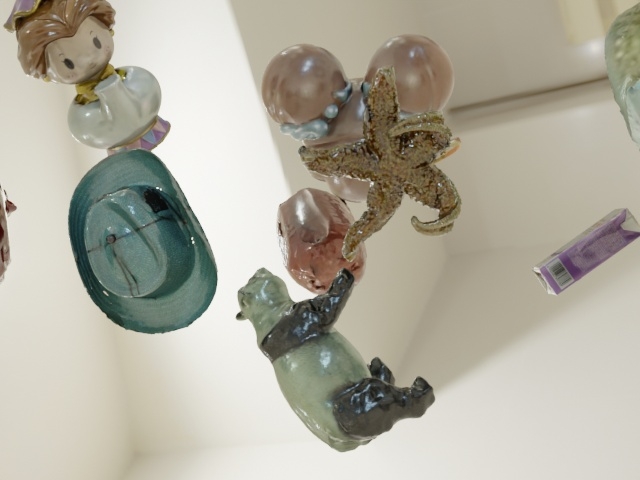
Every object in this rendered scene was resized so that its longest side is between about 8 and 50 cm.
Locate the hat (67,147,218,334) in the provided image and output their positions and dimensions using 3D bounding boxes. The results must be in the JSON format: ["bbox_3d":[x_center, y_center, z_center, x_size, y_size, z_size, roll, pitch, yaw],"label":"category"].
[{"bbox_3d":[-0.183,0.004,1.094,0.191,0.138,0.078,65,-162,2],"label":"hat"}]

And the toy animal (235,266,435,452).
[{"bbox_3d":[0.001,0.110,1.120,0.121,0.094,0.225,-27,-109,-26],"label":"toy animal"}]

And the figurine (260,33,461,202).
[{"bbox_3d":[0.074,-0.181,1.733,0.388,0.276,0.248,-42,-55,-81],"label":"figurine"}]

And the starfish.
[{"bbox_3d":[0.056,-0.078,1.083,0.074,0.146,0.190,-86,-14,-64],"label":"starfish"}]

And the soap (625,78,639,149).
[{"bbox_3d":[0.304,-0.040,0.737,0.091,0.145,0.230,-47,-48,-6],"label":"soap"}]

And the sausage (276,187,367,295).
[{"bbox_3d":[0.000,0.000,2.041,0.152,0.152,0.280,61,-177,-30],"label":"sausage"}]

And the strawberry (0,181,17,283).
[{"bbox_3d":[-0.434,0.003,1.115,0.220,0.274,0.274,58,-144,-21],"label":"strawberry"}]

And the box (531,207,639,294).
[{"bbox_3d":[0.284,0.011,1.196,0.036,0.117,0.050,54,178,0],"label":"box"}]

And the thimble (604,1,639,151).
[{"bbox_3d":[0.425,-0.155,1.112,0.271,0.150,0.271,21,-125,-33],"label":"thimble"}]

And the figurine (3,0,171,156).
[{"bbox_3d":[-0.309,-0.229,1.475,0.142,0.189,0.263,-41,-62,-15],"label":"figurine"}]
